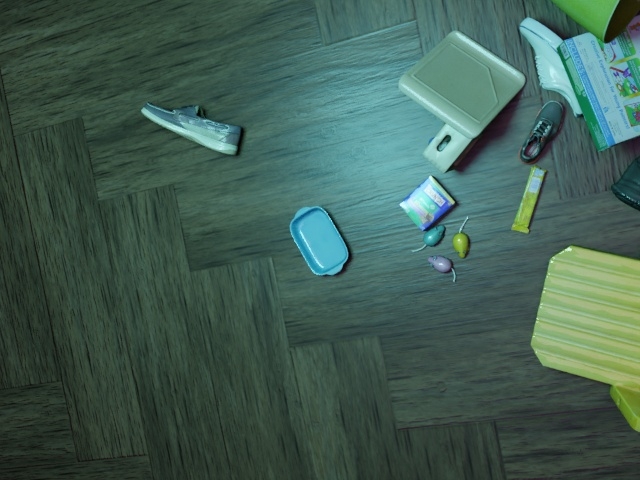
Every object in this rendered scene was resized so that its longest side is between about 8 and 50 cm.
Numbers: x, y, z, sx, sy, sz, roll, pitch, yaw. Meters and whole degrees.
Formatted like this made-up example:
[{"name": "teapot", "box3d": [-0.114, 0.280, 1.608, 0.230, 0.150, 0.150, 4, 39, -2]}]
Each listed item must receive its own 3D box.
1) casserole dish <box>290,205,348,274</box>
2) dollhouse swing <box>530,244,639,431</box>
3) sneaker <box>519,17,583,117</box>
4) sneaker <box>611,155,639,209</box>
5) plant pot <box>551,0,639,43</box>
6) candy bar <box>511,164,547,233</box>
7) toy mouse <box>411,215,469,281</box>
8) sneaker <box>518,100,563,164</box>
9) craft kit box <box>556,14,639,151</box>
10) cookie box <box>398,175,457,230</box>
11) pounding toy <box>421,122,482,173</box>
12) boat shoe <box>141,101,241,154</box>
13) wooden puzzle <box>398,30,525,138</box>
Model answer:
[{"name": "casserole dish", "box3d": [0.000, 0.000, 1.791, 0.114, 0.037, 0.188, -32, 83, 18]}, {"name": "dollhouse swing", "box3d": [0.639, 0.195, 1.472, 0.304, 0.315, 0.347, 11, 102, 7]}, {"name": "sneaker", "box3d": [0.528, -0.389, 1.562, 0.091, 0.094, 0.258, -42, 81, 14]}, {"name": "sneaker", "box3d": [0.787, -0.087, 1.499, 0.286, 0.109, 0.130, 32, 97, 11]}, {"name": "plant pot", "box3d": [0.525, -0.592, 1.393, 0.293, 0.274, 0.275, 38, 104, 20]}, {"name": "candy bar", "box3d": [0.493, -0.097, 1.634, 0.040, 0.018, 0.162, 17, 98, 13]}, {"name": "toy mouse", "box3d": [0.291, 0.022, 1.701, 0.143, 0.031, 0.161, -1, 94, 18]}, {"name": "sneaker", "box3d": [0.510, -0.246, 1.593, 0.061, 0.065, 0.158, 27, 102, 14]}, {"name": "craft kit box", "box3d": [0.669, -0.348, 1.490, 0.246, 0.061, 0.250, -19, 86, -4]}, {"name": "cookie box", "box3d": [0.263, -0.091, 1.697, 0.107, 0.040, 0.092, -43, 80, 15]}, {"name": "pounding toy", "box3d": [0.311, -0.248, 1.634, 0.100, 0.130, 0.141, 42, 113, 10]}, {"name": "boat shoe", "box3d": [-0.339, -0.316, 1.849, 0.285, 0.103, 0.092, 25, 96, 11]}, {"name": "wooden puzzle", "box3d": [0.327, -0.360, 1.603, 0.221, 0.044, 0.239, 38, 63, 12]}]
